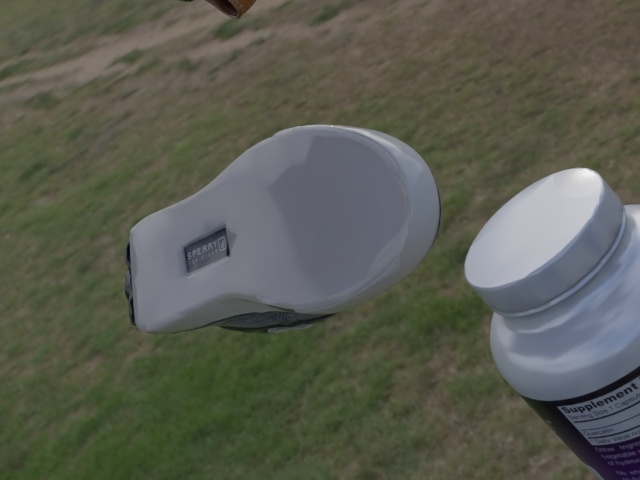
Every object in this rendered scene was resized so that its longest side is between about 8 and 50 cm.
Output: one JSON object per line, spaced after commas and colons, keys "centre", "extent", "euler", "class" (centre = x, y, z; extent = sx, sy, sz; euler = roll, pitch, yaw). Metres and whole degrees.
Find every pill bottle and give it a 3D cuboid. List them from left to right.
{"centre": [0.258, 0.100, 0.835], "extent": [0.181, 0.323, 0.181], "euler": [-38, 19, 16], "class": "pill bottle"}

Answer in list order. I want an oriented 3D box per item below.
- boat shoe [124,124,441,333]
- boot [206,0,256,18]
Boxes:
{"centre": [0.000, 0.000, 0.784], "extent": [0.158, 0.127, 0.340], "euler": [0, -8, -38], "class": "boat shoe"}
{"centre": [-0.076, -0.241, 0.646], "extent": [0.152, 0.197, 0.073], "euler": [-53, -6, -8], "class": "boot"}
